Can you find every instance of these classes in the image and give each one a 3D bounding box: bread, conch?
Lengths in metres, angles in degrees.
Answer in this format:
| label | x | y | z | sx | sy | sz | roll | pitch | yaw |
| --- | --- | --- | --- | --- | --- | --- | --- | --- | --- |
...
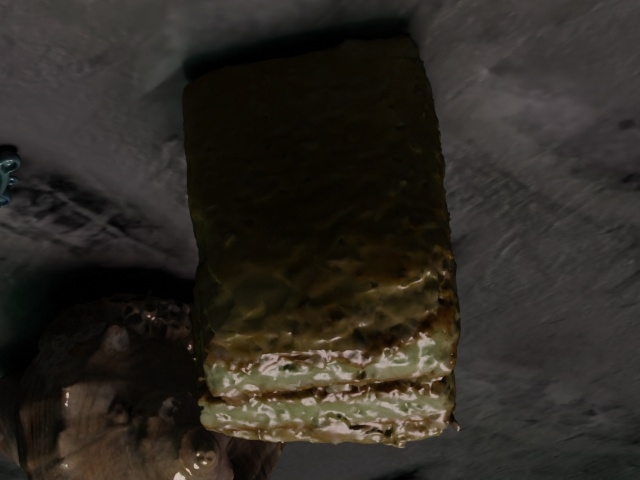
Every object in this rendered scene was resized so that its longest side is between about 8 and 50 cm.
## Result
| label | x | y | z | sx | sy | sz | roll | pitch | yaw |
| --- | --- | --- | --- | --- | --- | --- | --- | --- | --- |
| bread | 0.000 | 0.000 | 0.852 | 0.138 | 0.196 | 0.102 | -7 | 147 | 9 |
| conch | -0.121 | 0.114 | 1.066 | 0.178 | 0.163 | 0.245 | 40 | 158 | -32 |

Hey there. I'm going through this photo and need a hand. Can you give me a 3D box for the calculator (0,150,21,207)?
| label | x | y | z | sx | sy | sz | roll | pitch | yaw |
| --- | --- | --- | --- | --- | --- | --- | --- | --- | --- |
| calculator | -0.232 | -0.037 | 0.911 | 0.141 | 0.019 | 0.094 | 4 | 148 | -21 |
